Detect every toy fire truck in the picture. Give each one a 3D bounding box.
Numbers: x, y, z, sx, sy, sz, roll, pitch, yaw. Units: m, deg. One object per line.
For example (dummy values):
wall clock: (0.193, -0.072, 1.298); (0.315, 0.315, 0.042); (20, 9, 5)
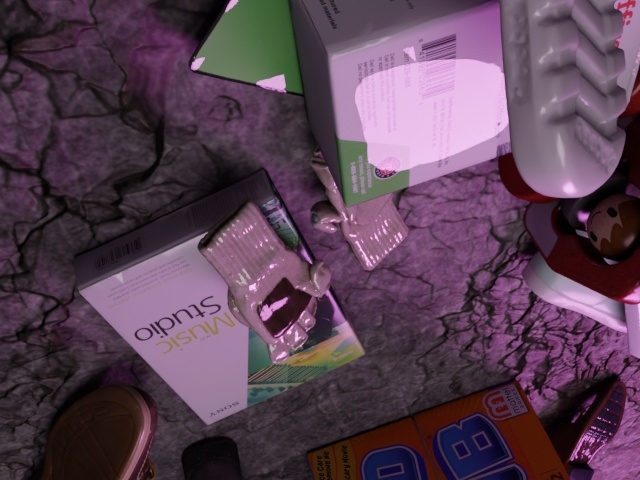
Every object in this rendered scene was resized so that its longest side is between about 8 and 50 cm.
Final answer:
toy fire truck: (0.344, -0.064, 0.887); (0.169, 0.253, 0.302); (14, 127, -32)

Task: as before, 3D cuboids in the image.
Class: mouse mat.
mouse mat: (-0.013, -0.203, 0.757); (0.153, 0.007, 0.189); (6, 141, -39)

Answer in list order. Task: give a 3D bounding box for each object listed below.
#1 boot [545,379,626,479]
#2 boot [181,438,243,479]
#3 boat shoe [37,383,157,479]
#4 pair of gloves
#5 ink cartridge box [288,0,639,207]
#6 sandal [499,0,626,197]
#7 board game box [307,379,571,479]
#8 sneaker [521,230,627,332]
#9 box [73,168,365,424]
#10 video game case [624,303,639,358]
boot: (0.432, 0.321, 1.461); (0.082, 0.106, 0.219); (25, 93, -33)
boot: (-0.136, 0.471, 1.272); (0.118, 0.222, 0.338); (-17, 137, -6)
boat shoe: (-0.287, 0.301, 1.139); (0.123, 0.123, 0.342); (-16, 144, -52)
pair of gloves: (0.000, 0.000, 0.912); (0.240, 0.042, 0.204); (-40, 137, -19)
ink cartridge box: (0.131, -0.173, 0.767); (0.289, 0.121, 0.211); (-18, 147, -6)
sandal: (0.136, -0.236, 0.599); (0.102, 0.416, 0.169); (-3, 177, 40)
board game box: (0.224, 0.506, 1.349); (0.357, 0.356, 0.356); (-19, 137, -2)
sneaker: (0.402, 0.033, 1.130); (0.256, 0.094, 0.151); (15, 124, -34)
box: (-0.103, 0.083, 1.009); (0.232, 0.058, 0.322); (-25, 138, 4)
video game case: (0.446, 0.013, 1.092); (0.206, 0.026, 0.227); (-49, 140, -21)
